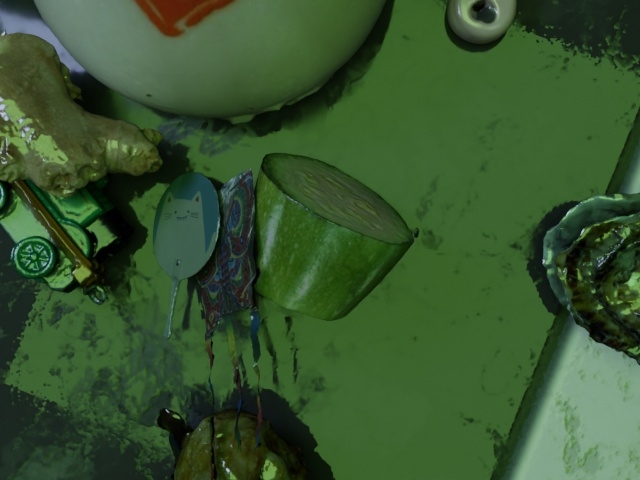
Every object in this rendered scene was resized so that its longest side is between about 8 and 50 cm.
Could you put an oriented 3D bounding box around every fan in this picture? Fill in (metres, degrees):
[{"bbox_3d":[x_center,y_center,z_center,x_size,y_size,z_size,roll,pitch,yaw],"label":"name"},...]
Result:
[{"bbox_3d":[-0.144,0.015,0.987,0.113,0.005,0.175,6,86,46],"label":"fan"}]

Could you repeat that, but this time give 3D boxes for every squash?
[{"bbox_3d":[0.000,0.000,0.946,0.170,0.170,0.122,25,104,3],"label":"squash"}]

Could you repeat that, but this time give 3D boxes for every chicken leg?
[{"bbox_3d":[-0.091,0.350,0.958,0.212,0.140,0.360,9,91,25],"label":"chicken leg"}]

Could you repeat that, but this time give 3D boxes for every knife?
[{"bbox_3d":[0.217,-0.361,0.986,0.081,0.043,0.335,21,89,-2],"label":"knife"}]

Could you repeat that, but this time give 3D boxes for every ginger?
[{"bbox_3d":[-0.266,-0.108,0.933,0.213,0.074,0.137,39,72,-8],"label":"ginger"}]

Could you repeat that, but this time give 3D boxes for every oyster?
[{"bbox_3d":[0.398,0.032,0.935,0.351,0.158,0.162,-3,132,-4],"label":"oyster"}]

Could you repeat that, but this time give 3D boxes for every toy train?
[{"bbox_3d":[-0.278,-0.039,0.994,0.136,0.091,0.227,-41,88,-7],"label":"toy train"}]

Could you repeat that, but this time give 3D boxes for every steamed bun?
[{"bbox_3d":[-0.111,-0.305,0.910,0.375,0.241,0.374,0,87,6],"label":"steamed bun"}]

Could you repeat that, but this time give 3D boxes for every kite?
[{"bbox_3d":[-0.088,0.079,0.919,0.015,0.152,0.285,9,61,-29],"label":"kite"}]
